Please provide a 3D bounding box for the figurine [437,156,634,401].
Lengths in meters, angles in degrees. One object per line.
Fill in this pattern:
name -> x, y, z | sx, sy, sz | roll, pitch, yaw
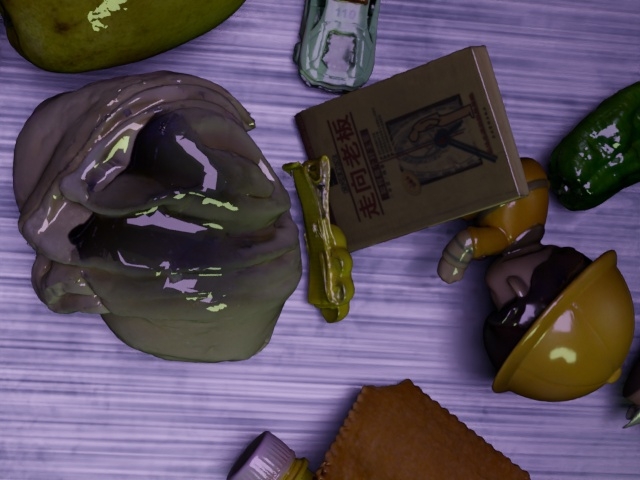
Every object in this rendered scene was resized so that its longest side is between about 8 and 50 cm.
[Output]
figurine -> 0.223, 0.040, 1.612 | 0.192, 0.167, 0.257 | -22, 89, -45

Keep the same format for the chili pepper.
chili pepper -> 0.350, -0.121, 1.698 | 0.253, 0.083, 0.099 | -29, 93, -16

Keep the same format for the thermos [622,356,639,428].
thermos -> 0.456, 0.193, 1.667 | 0.265, 0.146, 0.176 | 38, 87, 0

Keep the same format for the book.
book -> 0.089, -0.090, 1.593 | 0.026, 0.231, 0.161 | -16, 88, -54

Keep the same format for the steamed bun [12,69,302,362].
steamed bun -> -0.152, -0.029, 1.537 | 0.320, 0.206, 0.275 | 31, 80, -11

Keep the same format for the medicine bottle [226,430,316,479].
medicine bottle -> 0.005, 0.284, 1.586 | 0.212, 0.122, 0.122 | 40, 81, -5

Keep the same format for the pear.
pear -> -0.187, -0.296, 1.526 | 0.307, 0.253, 0.253 | -37, 93, -11

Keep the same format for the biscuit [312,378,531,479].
biscuit -> 0.109, 0.257, 1.590 | 0.232, 0.013, 0.237 | 39, 40, -6

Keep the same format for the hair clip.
hair clip -> 0.000, 0.000, 1.628 | 0.046, 0.072, 0.173 | -14, 91, -25

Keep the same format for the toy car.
toy car -> 0.022, -0.250, 1.655 | 0.093, 0.058, 0.186 | 9, 85, -8
